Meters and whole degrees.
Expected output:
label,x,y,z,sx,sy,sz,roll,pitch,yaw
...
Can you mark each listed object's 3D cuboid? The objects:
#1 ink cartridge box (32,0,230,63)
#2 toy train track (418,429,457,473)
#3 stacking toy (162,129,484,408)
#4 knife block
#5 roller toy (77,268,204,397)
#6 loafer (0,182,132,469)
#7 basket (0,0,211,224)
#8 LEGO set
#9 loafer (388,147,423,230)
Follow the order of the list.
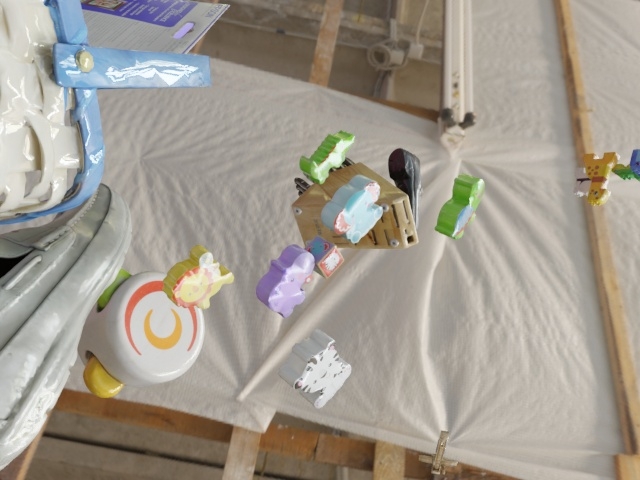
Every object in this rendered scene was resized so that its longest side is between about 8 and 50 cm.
label,x,y,z,sx,sy,sz,roll,pitch,yaw
ink cartridge box,-0.243,-0.261,0.711,0.208,0.045,0.206,11,-138,6
toy train track,0.149,0.268,0.700,0.048,0.083,0.014,6,-146,6
stacking toy,0.000,0.000,0.444,0.167,0.052,0.221,29,-110,40
knife block,0.069,-0.083,1.004,0.276,0.088,0.242,0,-149,32
roller toy,-0.316,0.160,0.986,0.191,0.146,0.209,9,-112,-49
loafer,-0.239,0.033,0.455,0.111,0.112,0.319,42,-159,-25
basket,-0.248,-0.109,0.372,0.255,0.200,0.289,2,-161,21
LEGO set,0.517,-0.098,0.968,0.087,0.227,0.093,23,-99,-30
loafer,0.171,-0.090,1.061,0.061,0.062,0.169,6,-103,-33
